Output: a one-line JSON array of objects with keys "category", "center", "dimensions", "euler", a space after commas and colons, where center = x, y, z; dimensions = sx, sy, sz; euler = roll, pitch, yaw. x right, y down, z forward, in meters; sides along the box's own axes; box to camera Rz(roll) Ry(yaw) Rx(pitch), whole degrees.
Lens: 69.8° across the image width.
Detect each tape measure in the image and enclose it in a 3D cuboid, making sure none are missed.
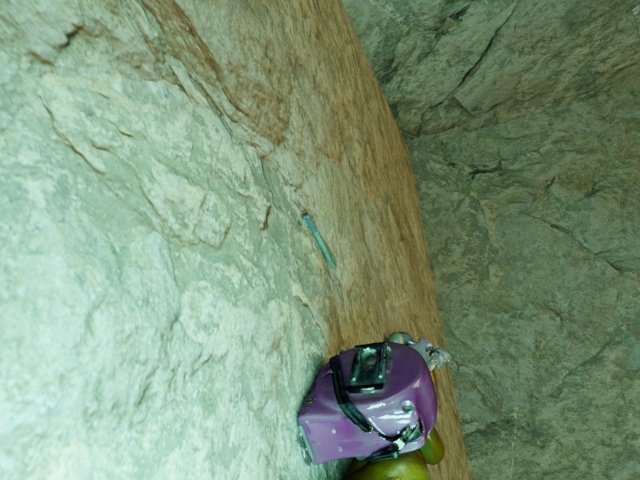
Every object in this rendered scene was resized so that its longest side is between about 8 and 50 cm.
[{"category": "tape measure", "center": [0.093, 0.291, 0.841], "dimensions": [0.245, 0.231, 0.149], "euler": [-61, 135, -69]}]

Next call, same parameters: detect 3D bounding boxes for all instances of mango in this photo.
[{"category": "mango", "center": [0.357, 0.672, 1.557], "dimensions": [0.195, 0.091, 0.130], "euler": [68, 22, -11]}]

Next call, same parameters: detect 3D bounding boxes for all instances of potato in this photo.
[{"category": "potato", "center": [0.110, 0.461, 0.830], "dimensions": [0.369, 0.176, 0.196], "euler": [-14, 115, -81]}]

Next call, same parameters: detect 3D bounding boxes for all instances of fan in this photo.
[{"category": "fan", "center": [0.000, 0.000, 1.091], "dimensions": [0.193, 0.016, 0.038], "euler": [60, 22, -43]}]

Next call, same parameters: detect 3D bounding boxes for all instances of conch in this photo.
[{"category": "conch", "center": [0.242, 0.342, 1.500], "dimensions": [0.076, 0.056, 0.085], "euler": [91, 13, -69]}]

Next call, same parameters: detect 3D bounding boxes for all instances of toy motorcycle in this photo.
[{"category": "toy motorcycle", "center": [0.354, 0.416, 1.534], "dimensions": [0.108, 0.204, 0.239], "euler": [110, -21, -65]}]

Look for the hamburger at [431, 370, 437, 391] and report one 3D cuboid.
[{"category": "hamburger", "center": [0.364, 0.487, 1.691], "dimensions": [0.214, 0.108, 0.214], "euler": [-14, 90, -76]}]
